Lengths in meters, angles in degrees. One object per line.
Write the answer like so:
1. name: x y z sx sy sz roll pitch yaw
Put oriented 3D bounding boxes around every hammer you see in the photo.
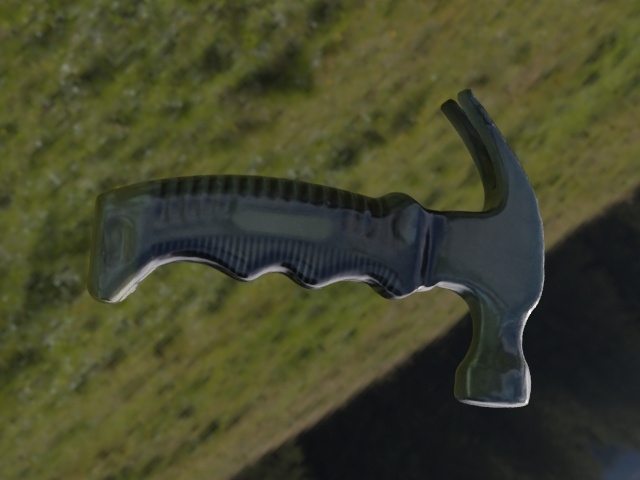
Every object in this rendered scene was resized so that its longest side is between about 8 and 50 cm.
1. hammer: 0.000 0.000 0.726 0.227 0.158 0.041 3 171 -12
